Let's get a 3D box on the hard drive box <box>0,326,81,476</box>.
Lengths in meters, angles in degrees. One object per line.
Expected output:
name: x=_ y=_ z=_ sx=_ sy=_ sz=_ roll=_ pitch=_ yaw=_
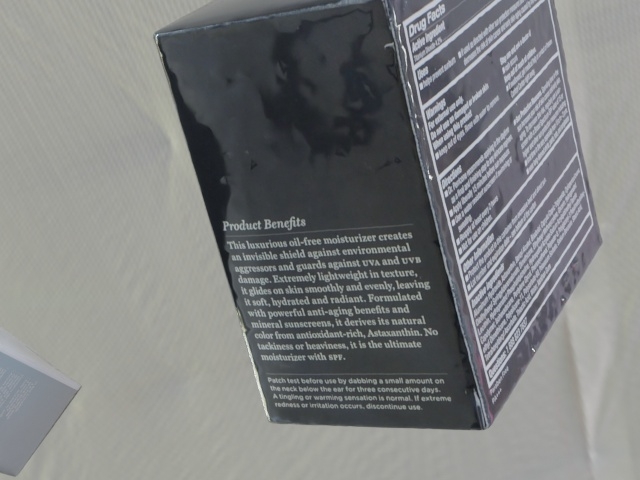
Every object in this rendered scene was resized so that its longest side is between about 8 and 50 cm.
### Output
hard drive box: x=-0.299 y=0.069 z=0.890 sx=0.089 sy=0.181 sz=0.232 roll=-55 pitch=-18 yaw=-8

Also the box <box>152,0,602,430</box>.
box: x=0.060 y=-0.066 z=0.920 sx=0.182 sy=0.296 sz=0.294 roll=-3 pitch=-67 yaw=29
